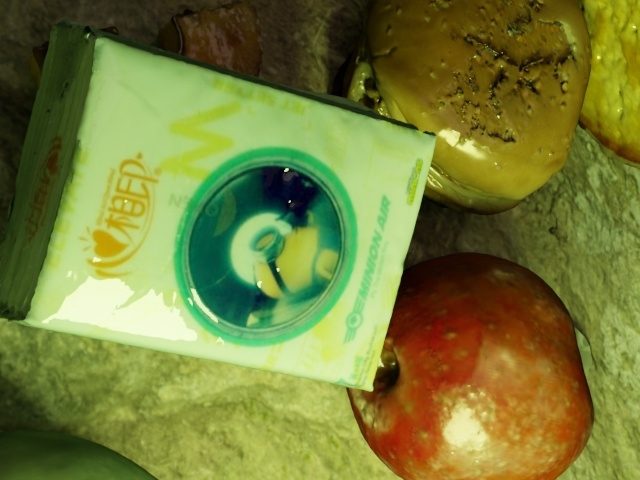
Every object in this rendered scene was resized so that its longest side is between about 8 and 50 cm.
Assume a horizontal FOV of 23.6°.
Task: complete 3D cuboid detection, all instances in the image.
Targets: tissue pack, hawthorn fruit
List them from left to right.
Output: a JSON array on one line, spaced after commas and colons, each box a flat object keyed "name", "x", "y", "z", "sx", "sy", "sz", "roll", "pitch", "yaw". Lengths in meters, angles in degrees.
[{"name": "tissue pack", "x": -0.101, "y": -0.028, "z": 1.502, "sx": 0.388, "sy": 0.162, "sz": 0.287, "roll": 13, "pitch": 93, "yaw": -31}, {"name": "hawthorn fruit", "x": 0.165, "y": 0.147, "z": 1.656, "sx": 0.284, "sy": 0.284, "sz": 0.284, "roll": 7, "pitch": 77, "yaw": -32}]

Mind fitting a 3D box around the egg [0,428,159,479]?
[{"name": "egg", "x": -0.219, "y": 0.326, "z": 1.381, "sx": 0.352, "sy": 0.258, "sz": 0.258, "roll": 42, "pitch": 61, "yaw": -15}]

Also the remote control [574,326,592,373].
[{"name": "remote control", "x": 0.254, "y": 0.182, "z": 1.841, "sx": 0.229, "sy": 0.044, "sz": 0.073, "roll": -37, "pitch": 98, "yaw": -32}]

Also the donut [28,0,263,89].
[{"name": "donut", "x": -0.175, "y": -0.152, "z": 1.594, "sx": 0.259, "sy": 0.101, "sz": 0.152, "roll": -16, "pitch": 91, "yaw": -35}]

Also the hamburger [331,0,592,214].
[{"name": "hamburger", "x": 0.171, "y": -0.193, "z": 1.792, "sx": 0.284, "sy": 0.174, "sz": 0.304, "roll": 26, "pitch": 60, "yaw": -14}]

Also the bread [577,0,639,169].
[{"name": "bread", "x": 0.435, "y": -0.259, "z": 1.851, "sx": 0.215, "sy": 0.398, "sz": 0.398, "roll": -18, "pitch": 91, "yaw": -20}]
